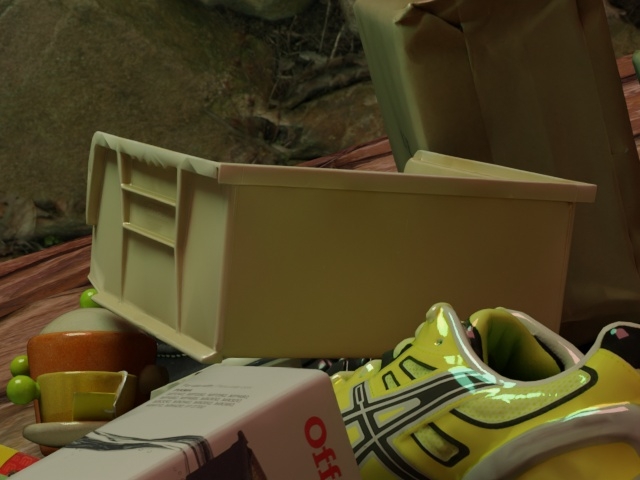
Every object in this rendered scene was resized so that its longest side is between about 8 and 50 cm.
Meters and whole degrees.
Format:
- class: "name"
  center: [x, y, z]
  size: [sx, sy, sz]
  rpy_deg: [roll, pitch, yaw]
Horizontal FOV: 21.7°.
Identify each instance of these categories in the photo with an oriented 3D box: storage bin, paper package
- class: "storage bin"
  center: [0.000, 0.000, 1.138]
  size: [0.262, 0.123, 0.260]
  rpy_deg: [1, 8, -26]
- class: "paper package"
  center: [0.155, -0.081, 1.435]
  size: [0.168, 0.310, 0.325]
  rpy_deg: [-16, 12, -2]

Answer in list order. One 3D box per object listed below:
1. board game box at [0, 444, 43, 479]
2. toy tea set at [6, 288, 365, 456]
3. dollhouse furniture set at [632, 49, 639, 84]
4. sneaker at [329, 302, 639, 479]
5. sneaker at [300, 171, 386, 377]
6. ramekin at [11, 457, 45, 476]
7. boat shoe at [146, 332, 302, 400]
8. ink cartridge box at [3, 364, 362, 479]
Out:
- class: "board game box"
  center: [-0.216, 0.215, 0.866]
  size: [0.124, 0.039, 0.259]
  rpy_deg: [12, 56, 36]
- class: "toy tea set"
  center: [-0.064, 0.091, 1.210]
  size: [0.336, 0.124, 0.200]
  rpy_deg: [2, -11, -17]
- class: "dollhouse furniture set"
  center: [0.317, -0.145, 1.331]
  size: [0.152, 0.374, 0.201]
  rpy_deg: [-22, 12, 1]
- class: "sneaker"
  center: [0.074, 0.108, 0.944]
  size: [0.145, 0.147, 0.384]
  rpy_deg: [3, -2, -42]
- class: "sneaker"
  center: [0.061, 0.069, 1.423]
  size: [0.107, 0.124, 0.283]
  rpy_deg: [-18, 35, 20]
- class: "ramekin"
  center: [-0.173, 0.214, 1.014]
  size: [0.207, 0.109, 0.207]
  rpy_deg: [-18, 10, 3]
- class: "boat shoe"
  center: [-0.128, 0.062, 1.619]
  size: [0.186, 0.156, 0.500]
  rpy_deg: [-18, 11, -12]
- class: "ink cartridge box"
  center: [-0.081, 0.184, 0.830]
  size: [0.237, 0.172, 0.100]
  rpy_deg: [-27, 15, -40]
